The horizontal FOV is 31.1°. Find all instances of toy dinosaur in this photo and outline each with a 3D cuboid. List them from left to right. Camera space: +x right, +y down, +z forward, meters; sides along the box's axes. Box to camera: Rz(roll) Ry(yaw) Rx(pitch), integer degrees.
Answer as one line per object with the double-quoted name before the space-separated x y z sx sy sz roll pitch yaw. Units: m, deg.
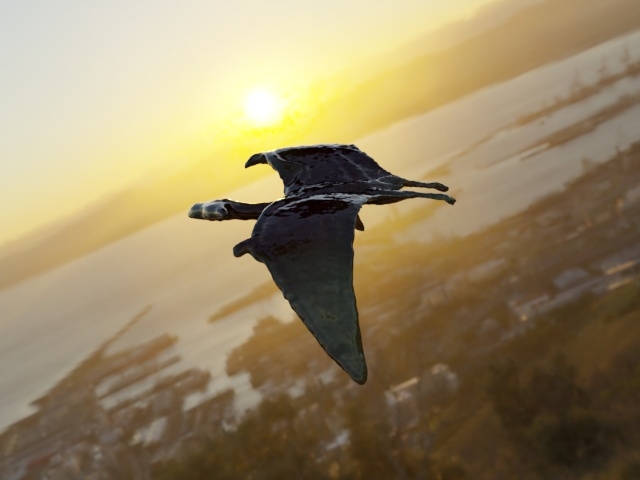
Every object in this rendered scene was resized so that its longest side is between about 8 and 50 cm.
"toy dinosaur" 0.009 0.001 0.908 0.206 0.113 0.327 -16 20 -21
